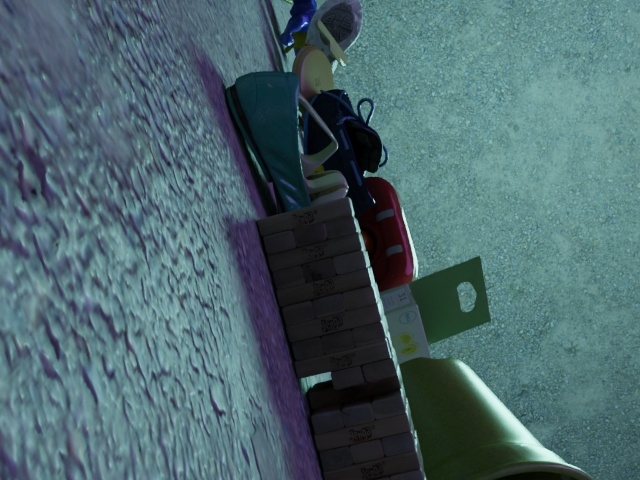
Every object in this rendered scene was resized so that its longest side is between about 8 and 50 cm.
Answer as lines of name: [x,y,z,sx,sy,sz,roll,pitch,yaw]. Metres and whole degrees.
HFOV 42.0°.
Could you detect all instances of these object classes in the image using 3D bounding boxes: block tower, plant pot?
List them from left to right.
block tower: [0.030,0.133,0.791,0.097,0.091,0.336,9,67,-85]
plant pot: [0.167,0.291,1.048,0.254,0.276,0.276,-117,-173,-55]

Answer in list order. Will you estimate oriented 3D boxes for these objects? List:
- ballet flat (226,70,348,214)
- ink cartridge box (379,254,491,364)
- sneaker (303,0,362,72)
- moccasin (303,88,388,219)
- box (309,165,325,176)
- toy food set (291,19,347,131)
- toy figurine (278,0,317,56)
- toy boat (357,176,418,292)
ballet flat: [-0.018,-0.067,0.855,0.083,0.087,0.247,-100,173,-48]
ink cartridge box: [0.153,0.132,1.284,0.056,0.235,0.171,-107,178,-45]
sneaker: [-0.002,-0.343,1.519,0.232,0.090,0.115,-63,-166,1]
moccasin: [0.046,-0.126,1.282,0.342,0.116,0.138,-88,153,-47]
box: [0.000,0.000,1.008,0.054,0.059,0.169,-92,166,-64]
toy food set: [-0.019,-0.262,1.403,0.132,0.038,0.192,46,55,-50]
toy figurine: [0.002,-0.417,1.604,0.362,0.191,0.217,-39,118,-83]
toy boat: [0.055,0.008,1.321,0.151,0.151,0.231,10,60,-51]
